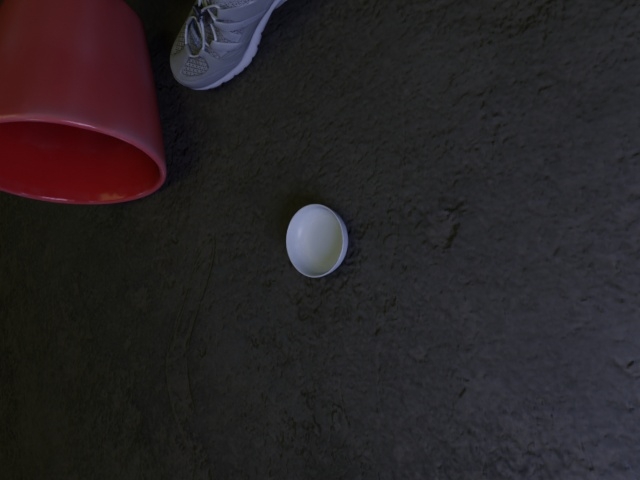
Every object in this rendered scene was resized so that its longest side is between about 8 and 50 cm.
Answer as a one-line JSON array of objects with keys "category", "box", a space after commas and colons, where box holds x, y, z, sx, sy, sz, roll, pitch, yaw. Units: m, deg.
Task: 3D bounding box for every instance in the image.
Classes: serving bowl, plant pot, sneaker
[{"category": "serving bowl", "box": [0.000, 0.000, 0.607, 0.083, 0.027, 0.083, 0, 90, 38]}, {"category": "plant pot", "box": [-0.353, -0.209, 0.752, 0.275, 0.275, 0.243, -16, 69, 37]}, {"category": "sneaker", "box": [-0.117, -0.288, 0.628, 0.281, 0.115, 0.105, -37, 80, 39]}]
